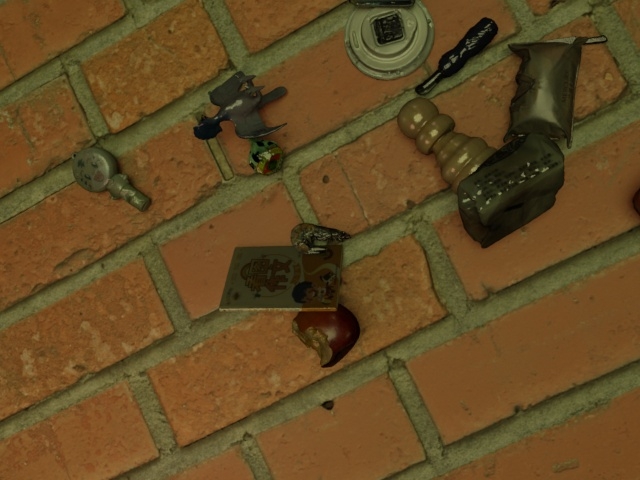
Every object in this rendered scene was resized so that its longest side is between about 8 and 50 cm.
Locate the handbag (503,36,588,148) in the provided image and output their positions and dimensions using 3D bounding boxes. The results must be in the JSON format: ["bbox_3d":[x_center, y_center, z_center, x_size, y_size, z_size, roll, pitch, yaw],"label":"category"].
[{"bbox_3d":[0.532,-0.361,1.425,0.182,0.117,0.271,7,91,18],"label":"handbag"}]

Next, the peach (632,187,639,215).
[{"bbox_3d":[0.835,-0.102,1.331,0.235,0.214,0.215,-4,87,27],"label":"peach"}]

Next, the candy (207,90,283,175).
[{"bbox_3d":[-0.212,-0.291,1.574,0.091,0.083,0.305,-43,75,1],"label":"candy"}]

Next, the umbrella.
[{"bbox_3d":[0.343,-0.453,1.486,0.071,0.071,0.248,45,100,8],"label":"umbrella"}]

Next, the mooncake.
[{"bbox_3d":[0.433,-0.114,1.369,0.254,0.250,0.136,-30,64,3],"label":"mooncake"}]

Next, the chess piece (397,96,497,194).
[{"bbox_3d":[0.301,-0.247,1.458,0.143,0.142,0.261,-45,75,6],"label":"chess piece"}]

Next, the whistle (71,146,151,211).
[{"bbox_3d":[-0.579,-0.168,1.629,0.258,0.067,0.126,35,107,5],"label":"whistle"}]

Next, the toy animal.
[{"bbox_3d":[-0.207,-0.347,1.526,0.239,0.255,0.176,57,139,22],"label":"toy animal"}]

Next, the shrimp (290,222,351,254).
[{"bbox_3d":[0.000,0.000,1.533,0.160,0.034,0.091,5,66,10],"label":"shrimp"}]

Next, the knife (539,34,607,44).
[{"bbox_3d":[0.620,-0.493,1.463,0.170,0.010,0.023,-2,88,11],"label":"knife"}]

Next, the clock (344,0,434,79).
[{"bbox_3d":[0.174,-0.534,1.518,0.236,0.053,0.237,0,88,11],"label":"clock"}]

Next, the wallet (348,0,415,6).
[{"bbox_3d":[0.170,-0.713,1.494,0.176,0.075,0.251,5,76,10],"label":"wallet"}]

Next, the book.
[{"bbox_3d":[-0.095,0.094,1.495,0.295,0.020,0.208,-2,47,9],"label":"book"}]

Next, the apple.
[{"bbox_3d":[0.014,0.218,1.474,0.147,0.156,0.158,-43,68,-3],"label":"apple"}]
